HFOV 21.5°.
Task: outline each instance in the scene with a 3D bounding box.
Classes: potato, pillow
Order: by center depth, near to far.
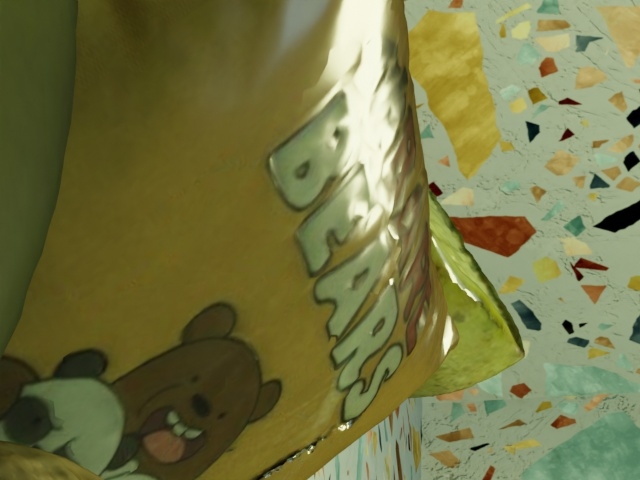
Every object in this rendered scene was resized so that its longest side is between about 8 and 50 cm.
[{"bbox_3d":[-0.083,0.026,0.579,0.119,0.312,0.310,44,-20,38],"label":"pillow"},{"bbox_3d":[0.000,0.000,1.563,0.280,0.213,0.330,47,10,-38],"label":"potato"}]

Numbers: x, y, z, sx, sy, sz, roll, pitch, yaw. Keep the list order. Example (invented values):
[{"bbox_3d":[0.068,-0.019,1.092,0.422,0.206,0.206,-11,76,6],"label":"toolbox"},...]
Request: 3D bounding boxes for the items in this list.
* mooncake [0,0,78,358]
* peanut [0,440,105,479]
[{"bbox_3d":[-0.172,-0.107,0.294,0.351,0.187,0.351,-7,90,-80],"label":"mooncake"},{"bbox_3d":[-0.131,0.109,0.455,0.110,0.236,0.120,22,-79,53],"label":"peanut"}]
